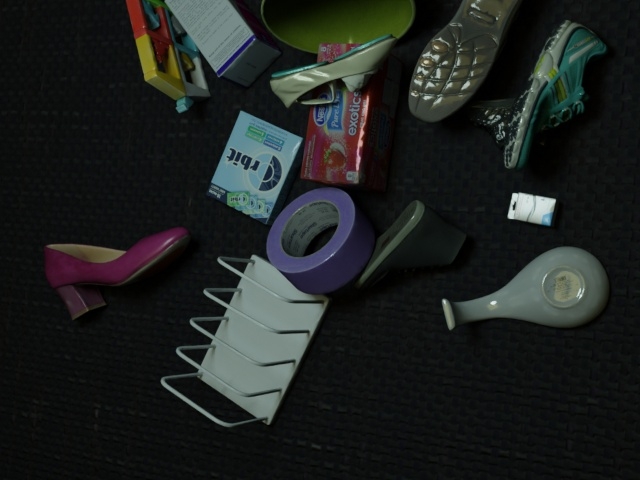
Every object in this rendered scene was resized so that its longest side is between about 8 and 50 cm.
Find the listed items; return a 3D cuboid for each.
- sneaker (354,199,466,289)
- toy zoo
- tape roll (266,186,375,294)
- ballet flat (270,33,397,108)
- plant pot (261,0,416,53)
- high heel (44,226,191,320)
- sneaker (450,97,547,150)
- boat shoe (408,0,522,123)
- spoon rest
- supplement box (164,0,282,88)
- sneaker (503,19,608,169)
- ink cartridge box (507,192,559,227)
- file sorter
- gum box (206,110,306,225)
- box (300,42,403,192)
[{"bbox_3d":[0.157,0.036,1.660,0.118,0.083,0.222,31,128,-13],"label":"sneaker"},{"bbox_3d":[-0.307,-0.395,1.860,0.030,0.192,0.293,-21,76,23],"label":"toy zoo"},{"bbox_3d":[0.000,0.000,1.692,0.189,0.080,0.188,-20,47,23],"label":"tape roll"},{"bbox_3d":[0.030,-0.288,1.614,0.249,0.086,0.086,-13,80,27],"label":"ballet flat"},{"bbox_3d":[0.035,-0.536,1.689,0.275,0.275,0.293,-9,67,25],"label":"plant pot"},{"bbox_3d":[-0.437,0.017,1.921,0.377,0.127,0.181,-30,84,25],"label":"high heel"},{"bbox_3d":[0.309,-0.200,1.617,0.170,0.051,0.089,-3,82,19],"label":"sneaker"},{"bbox_3d":[0.267,-0.344,1.617,0.123,0.116,0.324,35,96,12],"label":"boat shoe"},{"bbox_3d":[0.350,0.095,1.571,0.277,0.084,0.137,-14,81,11],"label":"spoon rest"},{"bbox_3d":[-0.196,-0.429,1.853,0.114,0.111,0.220,-43,70,17],"label":"supplement box"},{"bbox_3d":[0.389,-0.236,1.536,0.110,0.107,0.275,28,85,1],"label":"sneaker"},{"bbox_3d":[0.364,-0.054,1.592,0.083,0.028,0.048,12,91,27],"label":"ink cartridge box"},{"bbox_3d":[-0.145,0.187,1.744,0.193,0.173,0.277,29,98,25],"label":"file sorter"},{"bbox_3d":[-0.125,-0.144,1.833,0.157,0.041,0.184,26,97,25],"label":"gum box"},{"bbox_3d":[0.060,-0.224,1.700,0.123,0.128,0.256,7,89,28],"label":"box"}]
